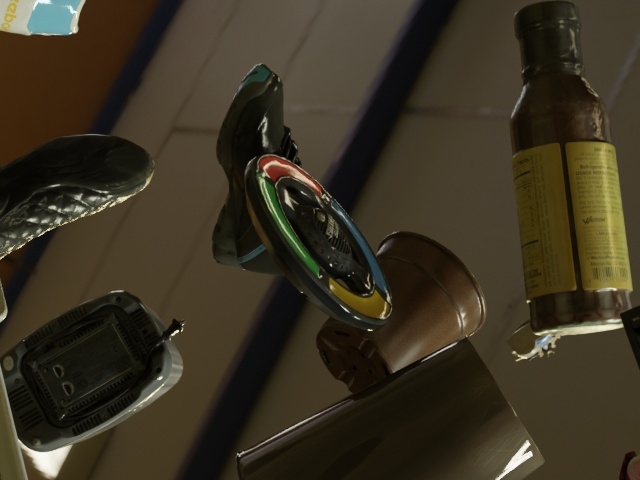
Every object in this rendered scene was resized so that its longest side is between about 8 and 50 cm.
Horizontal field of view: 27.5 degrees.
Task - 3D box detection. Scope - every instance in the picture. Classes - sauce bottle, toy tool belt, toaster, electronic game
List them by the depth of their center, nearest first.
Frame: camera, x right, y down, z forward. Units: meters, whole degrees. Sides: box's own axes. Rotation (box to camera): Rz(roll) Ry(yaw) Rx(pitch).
[{"bbox_3d":[0.255,-0.076,1.354,0.111,0.111,0.345,-18,-108,55],"label":"sauce bottle"},{"bbox_3d":[0.000,0.000,1.411,0.048,0.229,0.229,-38,-150,19],"label":"electronic game"},{"bbox_3d":[-0.244,0.140,1.449,0.227,0.129,0.146,-32,173,-1],"label":"toaster"},{"bbox_3d":[0.287,0.127,1.707,0.083,0.051,0.052,-32,-122,1],"label":"toy tool belt"}]

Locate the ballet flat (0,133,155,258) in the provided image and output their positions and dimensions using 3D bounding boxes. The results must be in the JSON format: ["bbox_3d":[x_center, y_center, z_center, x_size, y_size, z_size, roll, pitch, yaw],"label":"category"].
[{"bbox_3d":[-0.180,-0.029,0.852,0.173,0.057,0.049,-25,155,-42],"label":"ballet flat"}]

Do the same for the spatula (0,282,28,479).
[{"bbox_3d":[-0.257,0.120,0.849,0.168,0.019,0.242,-32,-125,14],"label":"spatula"}]

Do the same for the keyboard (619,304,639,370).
[{"bbox_3d":[0.252,0.025,0.714,0.180,0.023,0.108,-26,-118,26],"label":"keyboard"}]

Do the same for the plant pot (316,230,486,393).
[{"bbox_3d":[0.091,0.102,1.616,0.165,0.167,0.167,-43,-166,-33],"label":"plant pot"}]

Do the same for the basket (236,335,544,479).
[{"bbox_3d":[0.064,0.195,1.120,0.226,0.154,0.204,-32,-160,3],"label":"basket"}]

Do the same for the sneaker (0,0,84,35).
[{"bbox_3d":[-0.199,-0.213,0.863,0.229,0.092,0.087,-98,-152,-42],"label":"sneaker"}]

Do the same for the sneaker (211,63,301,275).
[{"bbox_3d":[-0.062,-0.089,1.760,0.341,0.139,0.125,95,17,-46],"label":"sneaker"}]

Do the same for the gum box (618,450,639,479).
[{"bbox_3d":[0.345,0.317,1.357,0.062,0.107,0.188,-5,-146,25],"label":"gum box"}]
